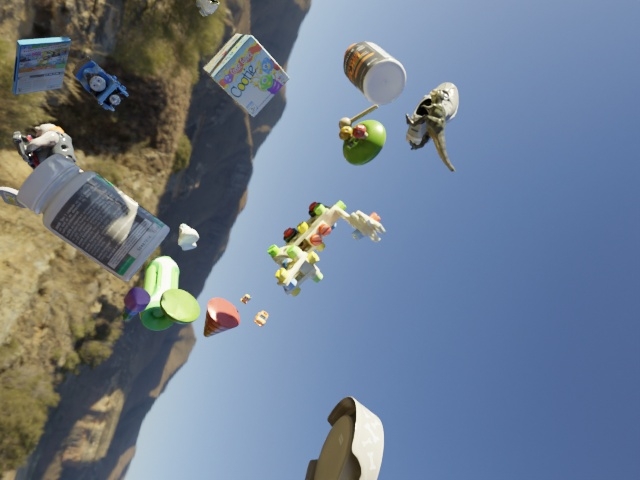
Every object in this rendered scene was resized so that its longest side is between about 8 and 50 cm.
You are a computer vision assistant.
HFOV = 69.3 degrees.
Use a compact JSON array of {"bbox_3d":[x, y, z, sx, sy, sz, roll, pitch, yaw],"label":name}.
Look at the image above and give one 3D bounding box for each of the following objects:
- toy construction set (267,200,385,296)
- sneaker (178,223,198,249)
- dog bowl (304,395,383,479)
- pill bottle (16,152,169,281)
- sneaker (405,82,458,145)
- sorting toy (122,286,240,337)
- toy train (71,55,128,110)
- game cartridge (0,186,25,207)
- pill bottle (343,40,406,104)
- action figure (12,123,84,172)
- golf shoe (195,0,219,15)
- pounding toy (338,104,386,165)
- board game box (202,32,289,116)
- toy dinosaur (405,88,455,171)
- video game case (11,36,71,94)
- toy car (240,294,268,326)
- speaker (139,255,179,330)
[{"bbox_3d":[0.000,0.000,1.230,0.327,0.151,0.215,-32,-158,-12],"label":"toy construction set"},{"bbox_3d":[-0.536,-0.026,1.843,0.212,0.080,0.094,143,-67,-67],"label":"sneaker"},{"bbox_3d":[0.066,0.637,1.331,0.349,0.102,0.349,-62,-172,15],"label":"dog bowl"},{"bbox_3d":[-0.633,-0.064,1.309,0.204,0.361,0.204,-46,-164,17],"label":"pill bottle"},{"bbox_3d":[0.367,-0.420,1.464,0.281,0.105,0.115,-56,159,-28],"label":"sneaker"},{"bbox_3d":[-0.431,0.237,1.417,0.126,0.365,0.127,-50,-137,25],"label":"sorting toy"},{"bbox_3d":[-0.576,-0.408,1.208,0.080,0.105,0.184,-47,-133,0],"label":"toy train"},{"bbox_3d":[-0.870,-0.123,1.307,0.017,0.083,0.056,-61,158,-46],"label":"game cartridge"},{"bbox_3d":[0.145,-0.502,1.361,0.130,0.130,0.246,-62,-149,27],"label":"pill bottle"},{"bbox_3d":[-0.859,-0.241,1.567,0.330,0.178,0.341,62,-14,4],"label":"action figure"},{"bbox_3d":[-0.411,-0.862,1.573,0.086,0.176,0.069,-8,-137,41],"label":"golf shoe"},{"bbox_3d":[0.130,-0.399,1.691,0.183,0.110,0.237,-26,-126,30],"label":"pounding toy"},{"bbox_3d":[-0.211,-0.460,1.271,0.144,0.142,0.275,-45,-150,5],"label":"board game box"},{"bbox_3d":[0.310,-0.319,1.329,0.064,0.118,0.268,35,50,-70],"label":"toy dinosaur"},{"bbox_3d":[-0.684,-0.426,1.133,0.119,0.015,0.166,-32,174,-45],"label":"video game case"},{"bbox_3d":[-0.213,0.221,1.486,0.040,0.122,0.060,-51,168,15],"label":"toy car"},{"bbox_3d":[-0.571,0.180,1.653,0.131,0.131,0.296,-64,-154,25],"label":"speaker"}]
